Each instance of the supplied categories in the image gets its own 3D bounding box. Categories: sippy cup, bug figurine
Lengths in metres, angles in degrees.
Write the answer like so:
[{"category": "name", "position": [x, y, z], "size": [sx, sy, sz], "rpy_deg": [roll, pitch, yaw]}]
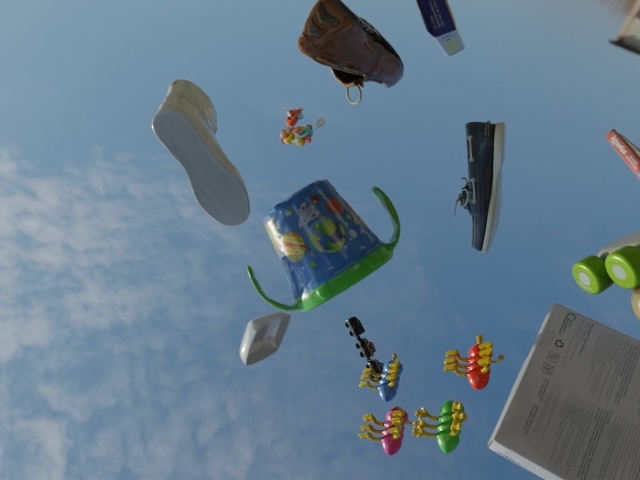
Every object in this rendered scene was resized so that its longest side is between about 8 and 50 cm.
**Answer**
[{"category": "sippy cup", "position": [0.000, 0.000, 1.193], "size": [0.306, 0.240, 0.224], "rpy_deg": [-32, -92, -41]}, {"category": "bug figurine", "position": [0.184, 0.270, 0.969], "size": [0.072, 0.279, 0.216], "rpy_deg": [48, -136, -22]}]

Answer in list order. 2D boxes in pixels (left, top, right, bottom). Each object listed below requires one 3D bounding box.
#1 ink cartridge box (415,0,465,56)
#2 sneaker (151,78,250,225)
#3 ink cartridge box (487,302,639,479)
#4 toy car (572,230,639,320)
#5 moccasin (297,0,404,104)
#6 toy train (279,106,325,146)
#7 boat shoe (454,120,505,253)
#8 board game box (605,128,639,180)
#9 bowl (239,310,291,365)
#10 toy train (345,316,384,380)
[{"category": "ink cartridge box", "position": [0.261, -0.625, 1.359], "size": [0.303, 0.072, 0.307], "rpy_deg": [70, -161, 0]}, {"category": "sneaker", "position": [-0.218, -0.179, 1.110], "size": [0.108, 0.292, 0.169], "rpy_deg": [-16, -139, 11]}, {"category": "ink cartridge box", "position": [0.532, 0.324, 1.041], "size": [0.330, 0.071, 0.324], "rpy_deg": [27, -117, 19]}, {"category": "toy car", "position": [0.467, 0.072, 0.736], "size": [0.155, 0.149, 0.188], "rpy_deg": [-27, -96, -11]}, {"category": "moccasin", "position": [0.072, -0.387, 1.190], "size": [0.139, 0.147, 0.380], "rpy_deg": [50, -158, 10]}, {"category": "toy train", "position": [-0.066, -0.331, 1.584], "size": [0.046, 0.125, 0.166], "rpy_deg": [36, 174, -40]}, {"category": "boat shoe", "position": [0.300, -0.098, 1.053], "size": [0.079, 0.254, 0.095], "rpy_deg": [7, -153, 22]}, {"category": "board game box", "position": [0.672, -0.121, 1.108], "size": [0.145, 0.027, 0.281], "rpy_deg": [28, -147, -13]}, {"category": "bowl", "position": [-0.153, 0.249, 1.462], "size": [0.053, 0.141, 0.142], "rpy_deg": [33, -154, 26]}, {"category": "toy train", "position": [0.104, 0.242, 1.247], "size": [0.036, 0.027, 0.158], "rpy_deg": [-26, -91, -35]}]
